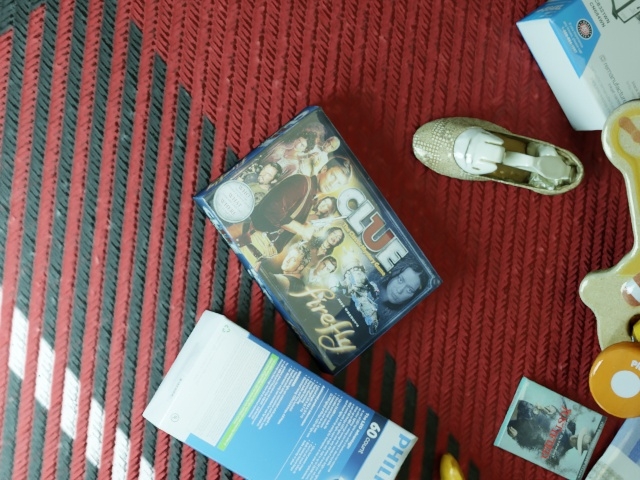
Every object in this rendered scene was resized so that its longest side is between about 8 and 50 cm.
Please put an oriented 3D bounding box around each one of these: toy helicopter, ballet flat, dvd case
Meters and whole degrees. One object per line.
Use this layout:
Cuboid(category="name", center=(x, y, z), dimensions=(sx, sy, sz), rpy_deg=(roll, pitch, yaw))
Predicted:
Cuboid(category="toy helicopter", center=(0.396, 0.015, 1.635), dimensions=(0.235, 0.140, 0.355), rpy_deg=(-10, 99, 21))
Cuboid(category="ballet flat", center=(0.205, -0.096, 1.660), dimensions=(0.206, 0.067, 0.073), rpy_deg=(8, 91, -20))
Cuboid(category="dvd case", center=(0.268, 0.221, 1.727), dimensions=(0.119, 0.013, 0.087), rpy_deg=(27, 83, -20))

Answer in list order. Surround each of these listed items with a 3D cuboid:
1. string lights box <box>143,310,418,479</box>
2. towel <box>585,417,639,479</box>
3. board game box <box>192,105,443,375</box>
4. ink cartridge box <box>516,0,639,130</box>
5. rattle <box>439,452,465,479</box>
Cuboid(category="string lights box", center=(-0.040, 0.198, 1.578), dimensions=(0.260, 0.077, 0.133), rpy_deg=(34, 81, -18))
Cuboid(category="towel", center=(0.366, 0.367, 1.761), dimensions=(0.209, 0.034, 0.285), rpy_deg=(39, 78, -16))
Cuboid(category="board game box", center=(0.000, 0.000, 1.602), dimensions=(0.165, 0.042, 0.243), rpy_deg=(-40, 105, -14))
Cuboid(category="ink cartridge box", center=(0.350, -0.240, 1.697), dimensions=(0.203, 0.086, 0.148), rpy_deg=(-36, 104, -15))
Cuboid(category="rattle", center=(0.097, 0.354, 1.643), dimensions=(0.200, 0.130, 0.142), rpy_deg=(-33, 93, 11))
